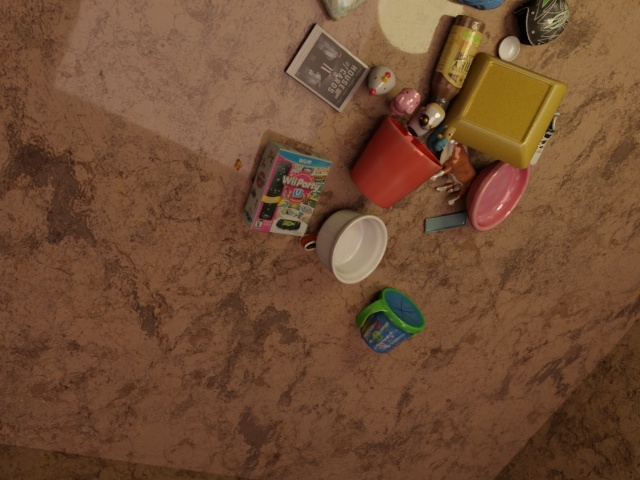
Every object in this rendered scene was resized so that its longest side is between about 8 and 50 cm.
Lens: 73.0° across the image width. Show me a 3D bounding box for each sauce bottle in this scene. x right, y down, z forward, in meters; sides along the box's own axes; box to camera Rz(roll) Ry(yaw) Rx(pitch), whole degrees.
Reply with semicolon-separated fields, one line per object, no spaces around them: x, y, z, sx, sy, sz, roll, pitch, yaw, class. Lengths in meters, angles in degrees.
0.457;-0.588;1.509;0.111;0.111;0.345;8;115;-19;sauce bottle

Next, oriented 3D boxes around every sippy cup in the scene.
0.299;0.368;1.903;0.305;0.240;0.224;36;115;-3;sippy cup

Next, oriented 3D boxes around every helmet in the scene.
0.756;-0.751;1.476;0.169;0.161;0.170;-6;118;-12;helmet

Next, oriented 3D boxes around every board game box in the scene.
-0.121;-0.178;1.538;0.223;0.097;0.304;7;116;-36;board game box

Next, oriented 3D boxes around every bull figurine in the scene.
0.511;-0.277;1.673;0.188;0.101;0.310;-39;129;13;bull figurine

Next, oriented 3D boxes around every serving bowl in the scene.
0.675;-0.692;1.562;0.083;0.027;0.083;-7;118;-13;serving bowl

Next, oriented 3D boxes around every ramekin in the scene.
0.113;0.014;1.662;0.277;0.135;0.277;-20;124;-32;ramekin

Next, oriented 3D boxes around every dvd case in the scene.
0.027;-0.568;1.445;0.238;0.030;0.179;29;106;-26;dvd case

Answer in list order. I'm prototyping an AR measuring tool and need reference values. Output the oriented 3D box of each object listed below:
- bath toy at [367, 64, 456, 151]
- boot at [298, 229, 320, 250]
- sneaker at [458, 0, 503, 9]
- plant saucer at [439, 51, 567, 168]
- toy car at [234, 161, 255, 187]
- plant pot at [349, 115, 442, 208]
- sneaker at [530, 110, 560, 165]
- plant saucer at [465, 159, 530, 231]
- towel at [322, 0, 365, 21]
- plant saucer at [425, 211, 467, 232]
0.295;-0.449;1.463;0.348;0.129;0.151;39;142;-9;bath toy
0.000;0.000;1.698;0.157;0.085;0.059;-16;118;-9;boot
0.530;-0.810;1.432;0.209;0.082;0.069;2;114;-18;sneaker
0.633;-0.464;1.492;0.332;0.081;0.333;27;91;11;plant saucer
-0.253;-0.234;1.545;0.040;0.060;0.122;-21;111;47;toy car
0.252;-0.264;1.543;0.274;0.275;0.243;32;115;-27;plant pot
0.880;-0.411;1.732;0.085;0.086;0.237;-1;118;-17;sneaker
0.703;-0.196;1.743;0.332;0.084;0.332;-24;135;-25;plant saucer
0.119;-0.897;1.267;0.374;0.090;0.321;-33;119;3;towel
0.533;-0.079;1.843;0.191;0.018;0.067;-10;119;-10;plant saucer
